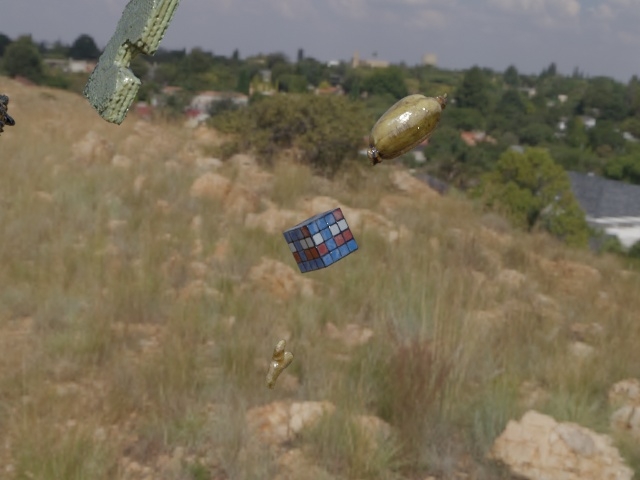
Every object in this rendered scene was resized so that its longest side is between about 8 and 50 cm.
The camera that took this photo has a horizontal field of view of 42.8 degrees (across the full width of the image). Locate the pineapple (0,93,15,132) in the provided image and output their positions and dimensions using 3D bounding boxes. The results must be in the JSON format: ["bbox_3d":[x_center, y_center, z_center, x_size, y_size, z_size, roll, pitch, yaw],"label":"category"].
[{"bbox_3d":[-0.582,-0.212,1.381,0.119,0.111,0.237,4,9,-15],"label":"pineapple"}]

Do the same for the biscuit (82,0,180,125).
[{"bbox_3d":[-0.318,-0.323,1.374,0.046,0.250,0.147,22,15,-37],"label":"biscuit"}]

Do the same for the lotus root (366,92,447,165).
[{"bbox_3d":[0.116,-0.155,1.082,0.152,0.072,0.063,-38,72,-19],"label":"lotus root"}]

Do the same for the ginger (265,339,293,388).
[{"bbox_3d":[-0.080,0.235,1.557,0.030,0.097,0.048,15,-2,41],"label":"ginger"}]

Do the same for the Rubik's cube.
[{"bbox_3d":[0.000,0.000,1.594,0.092,0.092,0.092,-30,8,-33],"label":"Rubik's cube"}]
